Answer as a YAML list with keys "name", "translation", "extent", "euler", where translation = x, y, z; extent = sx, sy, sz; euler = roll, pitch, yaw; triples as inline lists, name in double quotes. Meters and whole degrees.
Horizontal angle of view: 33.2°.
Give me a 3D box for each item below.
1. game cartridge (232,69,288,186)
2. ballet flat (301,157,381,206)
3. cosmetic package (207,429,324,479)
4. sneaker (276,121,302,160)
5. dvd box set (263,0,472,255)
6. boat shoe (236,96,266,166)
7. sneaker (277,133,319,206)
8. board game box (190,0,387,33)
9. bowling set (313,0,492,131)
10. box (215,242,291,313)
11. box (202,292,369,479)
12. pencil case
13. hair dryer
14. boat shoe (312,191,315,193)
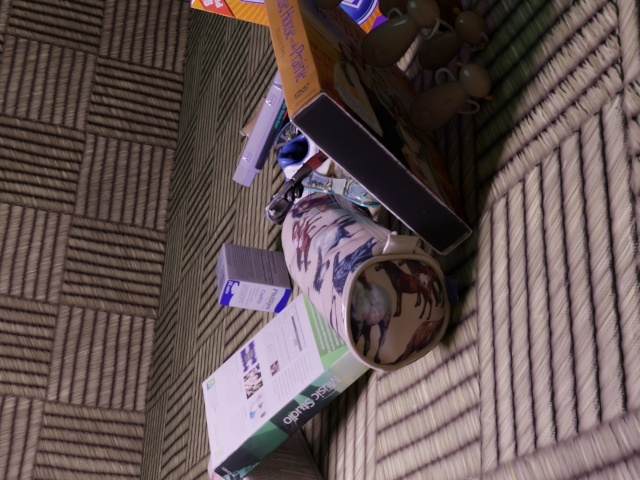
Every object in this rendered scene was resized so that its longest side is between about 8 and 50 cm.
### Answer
- name: "game cartridge"
  translation: [-0.087, -0.300, 2.297]
  extent: [0.355, 0.068, 0.230]
  euler: [118, 170, -45]
- name: "ballet flat"
  translation: [0.036, -0.094, 1.582]
  extent: [0.188, 0.070, 0.070]
  euler: [17, 97, 53]
- name: "cosmetic package"
  translation: [-0.091, 0.417, 1.820]
  extent: [0.296, 0.153, 0.129]
  euler: [-124, 48, -68]
- name: "sneaker"
  translation: [-0.045, -0.207, 2.189]
  extent: [0.188, 0.067, 0.078]
  euler: [123, 159, -45]
- name: "dvd box set"
  translation: [0.055, -0.199, 1.489]
  extent: [0.062, 0.307, 0.420]
  euler: [-38, 33, 19]
- name: "boat shoe"
  translation: [-0.160, -0.258, 2.584]
  extent: [0.068, 0.072, 0.190]
  euler: [-140, 62, -71]
- name: "sneaker"
  translation: [-0.025, -0.128, 1.974]
  extent: [0.112, 0.130, 0.297]
  euler: [-101, 25, -46]
- name: "board game box"
  translation: [-0.004, -0.590, 1.798]
  extent: [0.357, 0.356, 0.356]
  euler: [-97, 24, -45]
- name: "bowling set"
  translation: [0.147, -0.316, 1.469]
  extent: [0.200, 0.287, 0.154]
  euler: [-47, 9, -33]
- name: "box"
  translation: [-0.139, 0.078, 2.200]
  extent: [0.126, 0.137, 0.072]
  euler: [-102, 27, -52]
- name: "box"
  translation: [-0.058, 0.216, 1.751]
  extent: [0.322, 0.058, 0.232]
  euler: [-43, 28, 15]
- name: "pencil case"
  translation: [0.057, 0.035, 1.553]
  extent: [0.410, 0.159, 0.184]
  euler: [-133, 59, -69]
- name: "hair dryer"
  translation: [0.023, -0.127, 1.767]
  extent: [0.293, 0.080, 0.223]
  euler: [-49, 3, -5]
- name: "boat shoe"
  translation: [0.000, -0.001, 1.892]
  extent: [0.079, 0.081, 0.228]
  euler: [164, 116, -71]
